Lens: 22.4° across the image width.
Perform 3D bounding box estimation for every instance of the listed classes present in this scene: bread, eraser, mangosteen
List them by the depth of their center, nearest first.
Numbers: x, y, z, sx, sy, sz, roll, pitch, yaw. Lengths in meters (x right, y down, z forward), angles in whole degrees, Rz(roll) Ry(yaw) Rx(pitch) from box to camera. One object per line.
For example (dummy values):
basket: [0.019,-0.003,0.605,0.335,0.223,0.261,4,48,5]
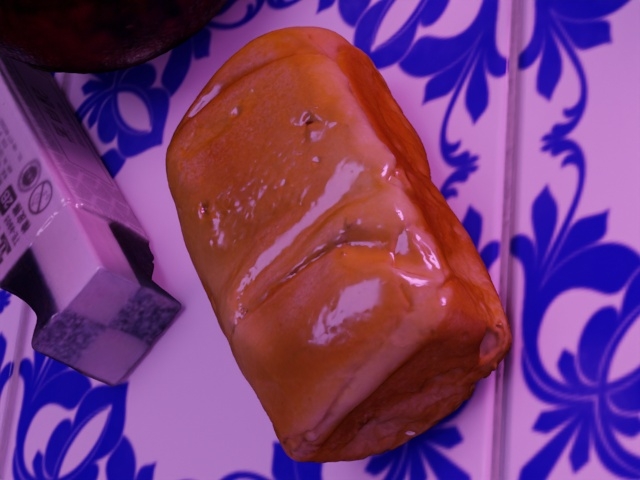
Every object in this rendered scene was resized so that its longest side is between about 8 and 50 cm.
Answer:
bread: [0.000,0.000,1.066,0.167,0.132,0.294,-37,45,16]
mangosteen: [-0.189,-0.269,1.323,0.306,0.359,0.306,-3,63,6]
eraser: [-0.239,-0.051,1.355,0.098,0.096,0.404,-48,44,13]
